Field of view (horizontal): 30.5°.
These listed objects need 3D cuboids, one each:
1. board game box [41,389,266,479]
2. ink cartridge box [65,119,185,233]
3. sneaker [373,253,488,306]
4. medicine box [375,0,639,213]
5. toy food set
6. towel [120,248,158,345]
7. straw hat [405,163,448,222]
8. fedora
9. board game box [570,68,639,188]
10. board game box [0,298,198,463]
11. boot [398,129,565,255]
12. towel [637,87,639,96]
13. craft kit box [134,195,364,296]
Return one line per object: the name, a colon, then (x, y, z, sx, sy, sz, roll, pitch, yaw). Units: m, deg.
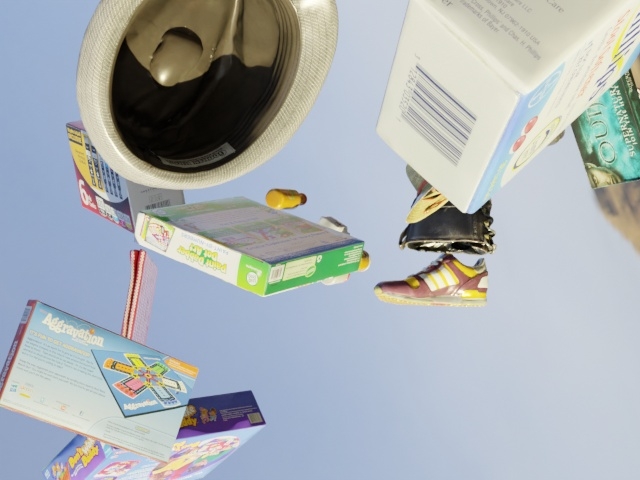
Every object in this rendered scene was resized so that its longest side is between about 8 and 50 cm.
board game box: (-0.305, 0.383, 2.171, 0.347, 0.233, 0.078, -1, -123, -45)
ink cartridge box: (-0.432, -0.185, 2.555, 0.130, 0.309, 0.272, -19, -68, -28)
sneaker: (0.169, 0.058, 1.799, 0.185, 0.069, 0.084, 4, -94, -20)
medicine box: (0.216, -0.211, 1.186, 0.149, 0.289, 0.263, 44, 160, 14)
toy food set: (0.000, 0.000, 2.125, 0.232, 0.111, 0.104, 34, -162, 24)
towel: (-0.313, 0.124, 1.993, 0.275, 0.031, 0.199, 116, 162, -81)
straw hat: (0.146, -0.088, 1.557, 0.061, 0.144, 0.144, 51, -161, 13)
fedora: (-0.125, -0.188, 1.163, 0.244, 0.275, 0.124, 22, -168, -32)
board game box: (0.403, -0.171, 1.653, 0.026, 0.126, 0.186, -21, -86, -30)
board game box: (-0.300, 0.196, 1.601, 0.281, 0.027, 0.145, 29, -108, -37)
boot: (0.249, -0.080, 1.796, 0.091, 0.263, 0.229, 63, -156, -58)
towel: (0.480, -0.275, 2.123, 0.197, 0.144, 0.029, 9, -88, -24)
craft kit box: (-0.103, 0.002, 1.746, 0.250, 0.247, 0.061, -12, -60, -55)
